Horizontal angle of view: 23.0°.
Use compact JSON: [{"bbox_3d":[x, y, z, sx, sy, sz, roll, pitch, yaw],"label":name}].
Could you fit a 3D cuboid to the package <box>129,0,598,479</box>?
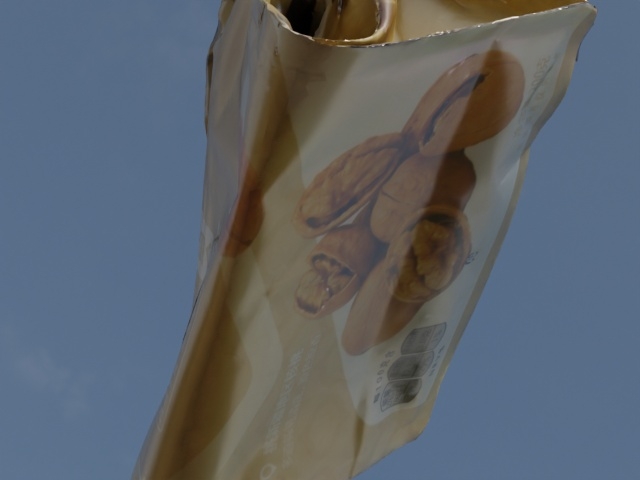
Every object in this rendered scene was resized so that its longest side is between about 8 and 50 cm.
[{"bbox_3d":[-0.019,-0.018,0.853,0.165,0.221,0.311,38,-52,31],"label":"package"}]
